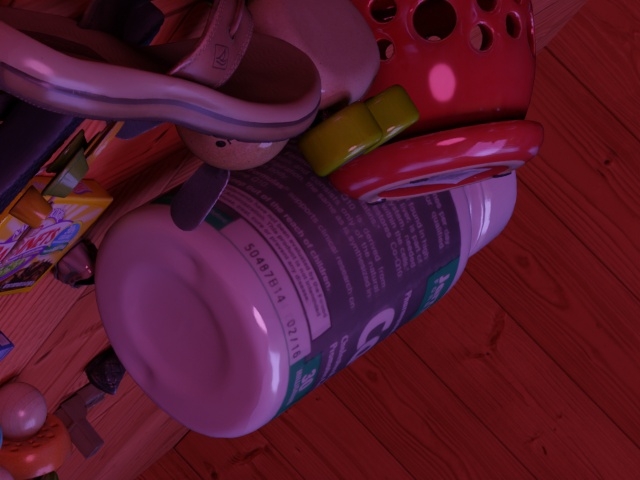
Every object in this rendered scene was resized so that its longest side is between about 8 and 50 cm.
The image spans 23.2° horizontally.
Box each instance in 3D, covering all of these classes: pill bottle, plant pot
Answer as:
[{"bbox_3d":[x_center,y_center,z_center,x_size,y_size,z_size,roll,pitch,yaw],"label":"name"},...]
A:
[{"bbox_3d":[0.000,0.000,1.345,0.361,0.204,0.204,-32,168,-40],"label":"pill bottle"},{"bbox_3d":[0.079,-0.128,1.200,0.191,0.174,0.191,-13,174,-1],"label":"plant pot"}]

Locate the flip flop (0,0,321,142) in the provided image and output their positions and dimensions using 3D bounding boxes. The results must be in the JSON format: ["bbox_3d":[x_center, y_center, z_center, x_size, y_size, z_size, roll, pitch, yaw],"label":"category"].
[{"bbox_3d":[-0.084,-0.108,0.813,0.277,0.112,0.080,2,111,-56],"label":"flip flop"}]

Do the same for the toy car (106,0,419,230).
[{"bbox_3d":[-0.059,-0.092,1.052,0.188,0.155,0.149,-33,180,26],"label":"toy car"}]

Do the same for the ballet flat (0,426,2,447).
[{"bbox_3d":[-0.390,0.231,1.430,0.248,0.086,0.086,-48,173,23],"label":"ballet flat"}]

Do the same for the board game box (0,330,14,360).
[{"bbox_3d":[-0.333,0.130,1.224,0.136,0.035,0.201,-45,174,11],"label":"board game box"}]

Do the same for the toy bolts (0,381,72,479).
[{"bbox_3d":[-0.349,0.253,1.540,0.218,0.158,0.228,-9,-154,-10],"label":"toy bolts"}]

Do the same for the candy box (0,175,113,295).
[{"bbox_3d":[-0.219,-0.001,1.120,0.105,0.027,0.206,-48,174,7],"label":"candy box"}]

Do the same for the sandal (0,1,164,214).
[{"bbox_3d":[-0.189,-0.053,0.893,0.254,0.054,0.097,-52,-175,-23],"label":"sandal"}]

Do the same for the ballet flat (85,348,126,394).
[{"bbox_3d":[-0.229,0.141,1.958,0.173,0.049,0.057,-38,173,-47],"label":"ballet flat"}]

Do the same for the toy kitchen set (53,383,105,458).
[{"bbox_3d":[-0.300,0.238,2.028,0.083,0.075,0.068,-31,168,-47],"label":"toy kitchen set"}]

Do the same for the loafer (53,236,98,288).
[{"bbox_3d":[-0.204,0.025,1.343,0.045,0.039,0.125,-44,174,-7],"label":"loafer"}]

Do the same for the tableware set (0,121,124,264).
[{"bbox_3d":[-0.157,-0.055,0.983,0.104,0.024,0.154,-42,-167,32],"label":"tableware set"}]
